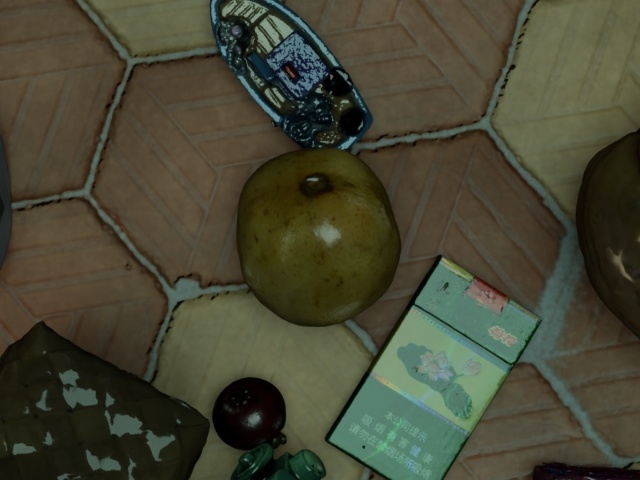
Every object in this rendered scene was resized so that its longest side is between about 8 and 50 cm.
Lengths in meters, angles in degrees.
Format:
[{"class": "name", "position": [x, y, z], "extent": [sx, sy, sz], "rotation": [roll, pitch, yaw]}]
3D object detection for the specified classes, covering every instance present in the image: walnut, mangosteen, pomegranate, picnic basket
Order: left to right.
[{"class": "picnic basket", "position": [-0.274, 0.258, 1.703], "extent": [0.254, 0.291, 0.321], "rotation": [33, 79, -2]}, {"class": "mangosteen", "position": [-0.074, 0.185, 1.822], "extent": [0.081, 0.081, 0.081], "rotation": [0, 90, -3]}, {"class": "pomegranate", "position": [0.000, 0.000, 1.784], "extent": [0.196, 0.196, 0.196], "rotation": [0, 90, -3]}, {"class": "walnut", "position": [0.435, 0.003, 1.745], "extent": [0.306, 0.306, 0.344], "rotation": [-41, 88, -2]}]

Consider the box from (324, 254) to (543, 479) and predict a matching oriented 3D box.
[{"class": "box", "position": [0.120, 0.147, 1.850], "extent": [0.132, 0.034, 0.235], "rotation": [33, 88, -2]}]

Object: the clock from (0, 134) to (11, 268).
[{"class": "clock", "position": [-0.459, -0.043, 1.768], "extent": [0.254, 0.189, 0.189], "rotation": [-4, 90, 3]}]

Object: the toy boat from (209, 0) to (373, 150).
[{"class": "toy boat", "position": [-0.040, -0.183, 1.815], "extent": [0.100, 0.097, 0.223], "rotation": [-42, 92, -5]}]

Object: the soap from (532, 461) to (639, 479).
[{"class": "soap", "position": [0.323, 0.326, 1.831], "extent": [0.250, 0.099, 0.162], "rotation": [36, 95, -2]}]

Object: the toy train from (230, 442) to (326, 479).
[{"class": "toy train", "position": [-0.094, 0.313, 1.754], "extent": [0.248, 0.159, 0.101], "rotation": [-41, 104, 15]}]
